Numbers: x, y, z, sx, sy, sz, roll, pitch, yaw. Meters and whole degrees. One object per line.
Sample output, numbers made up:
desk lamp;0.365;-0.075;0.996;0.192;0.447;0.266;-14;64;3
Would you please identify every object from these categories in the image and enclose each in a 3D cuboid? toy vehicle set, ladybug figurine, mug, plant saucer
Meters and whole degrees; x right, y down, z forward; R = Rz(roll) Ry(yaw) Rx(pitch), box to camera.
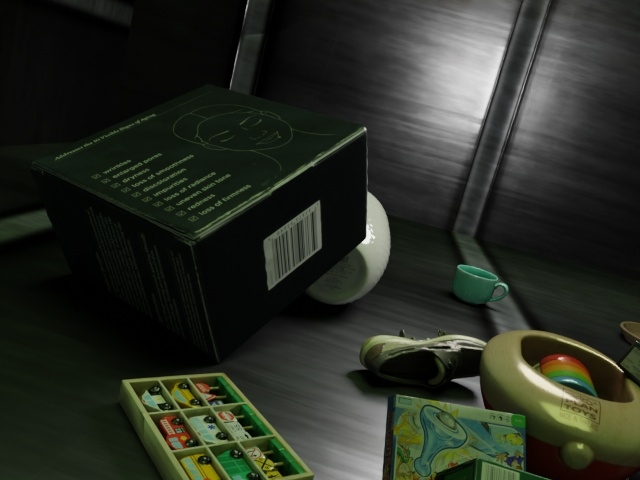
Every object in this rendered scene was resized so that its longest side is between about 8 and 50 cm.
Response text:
toy vehicle set;-0.151;0.266;0.809;0.166;0.035;0.267;4;16;-38
ladybug figurine;0.417;0.291;1.033;0.305;0.161;0.449;20;13;18
mug;0.489;0.149;1.865;0.130;0.097;0.158;6;16;-34
mug;0.000;0.000;1.544;0.374;0.276;0.328;24;19;-3
plant saucer;1.089;0.331;1.876;0.278;0.041;0.278;14;12;-3

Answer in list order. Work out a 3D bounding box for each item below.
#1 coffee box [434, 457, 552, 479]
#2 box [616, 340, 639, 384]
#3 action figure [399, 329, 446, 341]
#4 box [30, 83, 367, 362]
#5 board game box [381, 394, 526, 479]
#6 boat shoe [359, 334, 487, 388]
coffee box;0.251;0.328;0.751;0.184;0.113;0.040;20;55;-9
box;0.673;0.290;1.014;0.216;0.060;0.270;16;23;-40
action figure;0.286;0.245;1.332;0.232;0.063;0.137;13;9;-24
box;-0.225;-0.078;1.234;0.472;0.297;0.480;24;44;31
board game box;0.188;0.300;0.829;0.201;0.136;0.035;11;-23;-11
boat shoe;0.222;0.246;1.174;0.285;0.102;0.092;7;19;-14
